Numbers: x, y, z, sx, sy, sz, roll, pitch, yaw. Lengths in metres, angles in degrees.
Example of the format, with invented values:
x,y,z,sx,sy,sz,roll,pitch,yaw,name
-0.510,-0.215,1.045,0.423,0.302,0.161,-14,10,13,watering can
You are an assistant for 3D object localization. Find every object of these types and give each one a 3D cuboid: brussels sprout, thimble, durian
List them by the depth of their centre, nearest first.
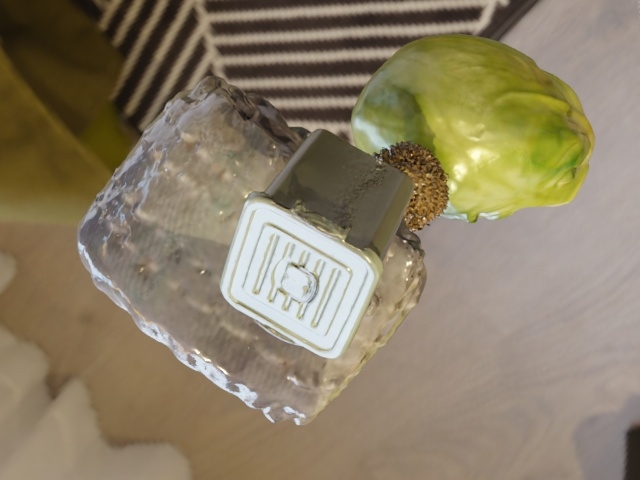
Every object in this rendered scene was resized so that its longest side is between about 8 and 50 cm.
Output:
x,y,z,sx,sy,sz,roll,pitch,yaw,name
-0.045,0.005,1.205,0.236,0.205,0.172,44,103,16,thimble
0.070,-0.041,1.352,0.080,0.091,0.080,-11,74,40,durian
0.136,-0.098,1.488,0.223,0.223,0.161,13,106,22,brussels sprout

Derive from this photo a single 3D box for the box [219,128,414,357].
x,y,z,sx,sy,sz,roll,pitch,yaw,name
0.000,0.000,0.923,0.084,0.069,0.122,29,147,4,box

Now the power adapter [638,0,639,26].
x,y,z,sx,sy,sz,roll,pitch,yaw,name
0.371,-0.217,1.438,0.187,0.255,0.124,-18,129,24,power adapter
